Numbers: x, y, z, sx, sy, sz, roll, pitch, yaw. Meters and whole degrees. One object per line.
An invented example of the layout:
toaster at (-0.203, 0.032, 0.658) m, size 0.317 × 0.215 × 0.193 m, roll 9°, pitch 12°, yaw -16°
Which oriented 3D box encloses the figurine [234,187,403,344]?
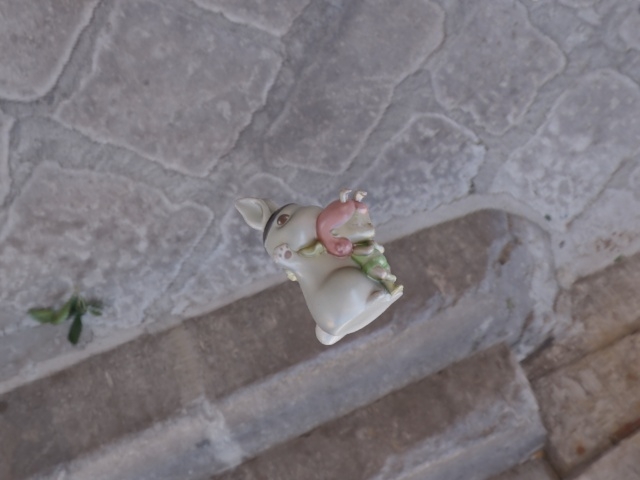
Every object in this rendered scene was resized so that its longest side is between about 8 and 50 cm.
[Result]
figurine at (0.005, 0.001, 0.652) m, size 0.098 × 0.146 × 0.081 m, roll -33°, pitch 162°, yaw 3°
